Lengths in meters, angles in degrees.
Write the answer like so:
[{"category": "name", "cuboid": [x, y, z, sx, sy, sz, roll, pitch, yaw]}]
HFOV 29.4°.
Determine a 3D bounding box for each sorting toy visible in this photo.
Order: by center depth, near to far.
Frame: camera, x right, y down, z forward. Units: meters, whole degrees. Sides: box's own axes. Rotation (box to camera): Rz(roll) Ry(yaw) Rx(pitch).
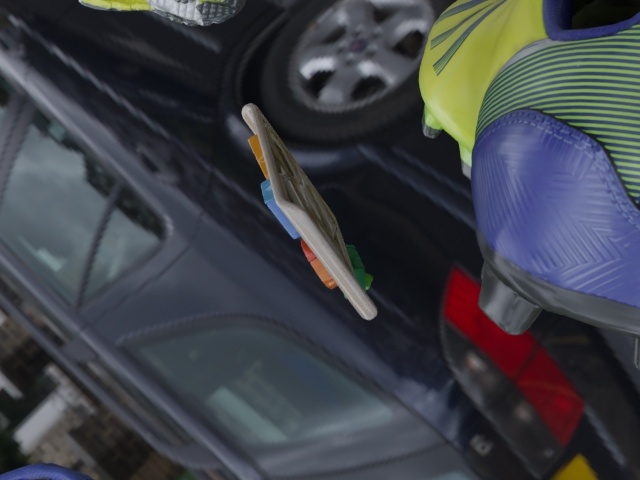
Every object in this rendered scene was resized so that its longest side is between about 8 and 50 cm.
[{"category": "sorting toy", "cuboid": [0.000, 0.000, 0.397, 0.083, 0.012, 0.062, 54, -173, -39]}]

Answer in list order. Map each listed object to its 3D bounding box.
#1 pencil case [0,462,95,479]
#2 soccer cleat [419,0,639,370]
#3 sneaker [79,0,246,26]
[{"category": "pencil case", "cuboid": [-0.079, 0.231, 0.486, 0.119, 0.133, 0.306, -9, 124, 22]}, {"category": "soccer cleat", "cuboid": [0.095, -0.062, 0.434, 0.093, 0.121, 0.289, 16, -159, -5]}, {"category": "sneaker", "cuboid": [-0.075, -0.126, 0.575, 0.083, 0.035, 0.031, 7, 157, -17]}]
